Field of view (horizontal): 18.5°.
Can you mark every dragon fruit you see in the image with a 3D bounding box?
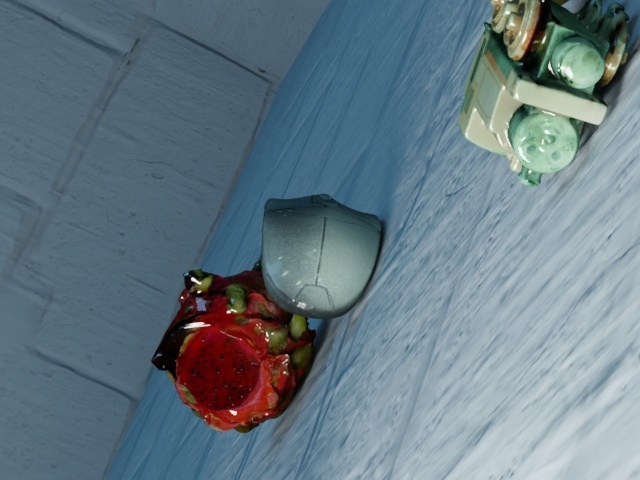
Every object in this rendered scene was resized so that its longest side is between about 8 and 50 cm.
[{"bbox_3d":[-0.077,0.089,1.871,0.172,0.160,0.166,-71,-33,-71],"label":"dragon fruit"}]

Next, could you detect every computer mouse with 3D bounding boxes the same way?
[{"bbox_3d":[0.001,-0.004,1.815,0.229,0.113,0.068,-86,8,-64],"label":"computer mouse"}]

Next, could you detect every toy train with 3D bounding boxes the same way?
[{"bbox_3d":[0.140,-0.104,1.248,0.194,0.081,0.125,-96,22,-74],"label":"toy train"}]

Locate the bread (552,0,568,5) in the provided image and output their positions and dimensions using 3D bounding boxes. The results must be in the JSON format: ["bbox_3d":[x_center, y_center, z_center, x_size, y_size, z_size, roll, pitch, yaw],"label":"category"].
[{"bbox_3d":[0.179,-0.273,1.380,0.236,0.120,0.198,127,166,-61],"label":"bread"}]
